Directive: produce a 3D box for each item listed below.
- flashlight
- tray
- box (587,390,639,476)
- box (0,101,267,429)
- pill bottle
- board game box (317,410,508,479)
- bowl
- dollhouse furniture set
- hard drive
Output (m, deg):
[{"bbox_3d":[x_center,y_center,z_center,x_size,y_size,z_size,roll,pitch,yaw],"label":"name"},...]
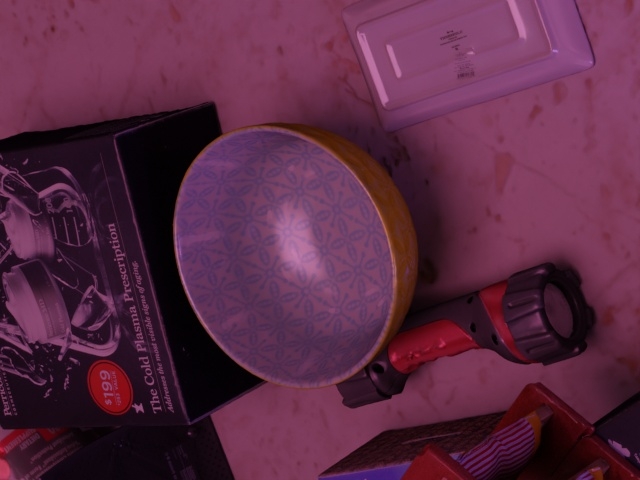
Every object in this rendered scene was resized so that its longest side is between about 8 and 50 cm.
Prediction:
[{"bbox_3d":[0.140,0.111,1.914,0.304,0.103,0.103,-23,95,37],"label":"flashlight"},{"bbox_3d":[0.141,-0.208,1.845,0.270,0.030,0.145,-16,97,38],"label":"tray"},{"bbox_3d":[0.407,0.163,1.699,0.270,0.165,0.143,-40,80,39],"label":"box"},{"bbox_3d":[-0.257,0.036,2.120,0.312,0.179,0.343,-6,102,38],"label":"box"},{"bbox_3d":[-0.302,0.360,2.269,0.318,0.176,0.176,50,127,11],"label":"pill bottle"},{"bbox_3d":[0.168,0.348,1.951,0.232,0.141,0.291,-16,97,38],"label":"board game box"},{"bbox_3d":[0.000,0.000,1.936,0.289,0.156,0.289,12,112,33],"label":"bowl"},{"bbox_3d":[0.132,0.330,1.737,0.152,0.201,0.374,44,128,19],"label":"dollhouse furniture set"},{"bbox_3d":[-0.219,0.304,2.145,0.054,0.255,0.172,-16,96,48],"label":"hard drive"}]
